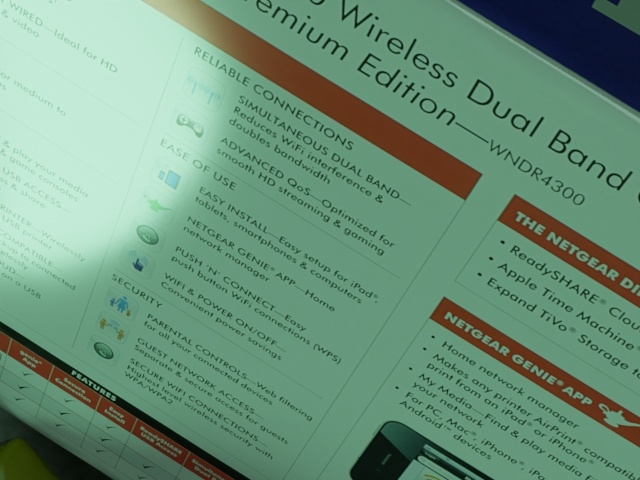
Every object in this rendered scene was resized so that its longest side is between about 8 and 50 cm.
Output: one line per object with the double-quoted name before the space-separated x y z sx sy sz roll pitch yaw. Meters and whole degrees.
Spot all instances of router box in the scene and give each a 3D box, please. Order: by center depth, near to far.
"router box" 0.000 0.000 0.494 0.335 0.082 0.301 32 138 2

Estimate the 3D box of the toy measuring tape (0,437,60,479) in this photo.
"toy measuring tape" -0.156 0.129 0.562 0.121 0.121 0.330 -27 111 21
